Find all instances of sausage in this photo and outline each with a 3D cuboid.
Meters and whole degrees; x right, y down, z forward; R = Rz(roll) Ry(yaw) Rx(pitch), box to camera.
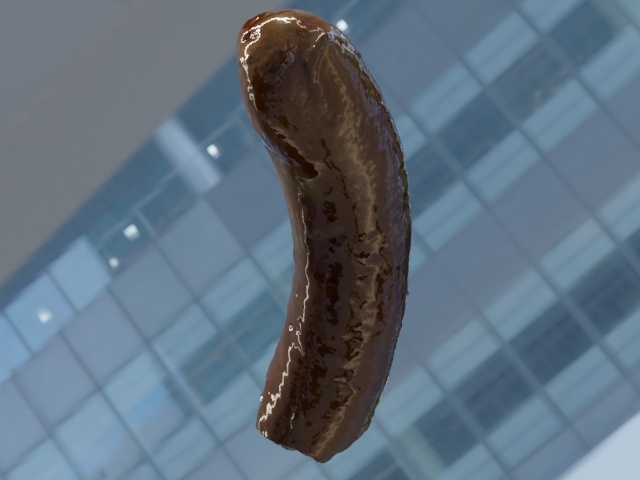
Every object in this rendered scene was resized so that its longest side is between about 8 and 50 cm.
[{"bbox_3d":[0.005,-0.002,1.037,0.103,0.076,0.302,-8,-59,-11],"label":"sausage"}]
